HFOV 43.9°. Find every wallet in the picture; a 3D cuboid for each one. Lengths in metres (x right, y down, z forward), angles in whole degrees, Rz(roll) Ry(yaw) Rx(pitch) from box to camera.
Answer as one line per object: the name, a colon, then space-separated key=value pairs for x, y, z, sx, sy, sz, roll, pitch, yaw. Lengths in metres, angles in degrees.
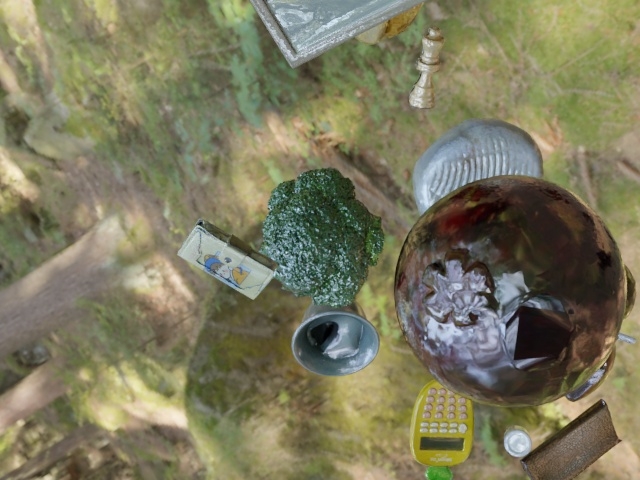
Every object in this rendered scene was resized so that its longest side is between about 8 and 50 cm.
wallet: x=-0.158 y=0.035 z=1.345 sx=0.155 sy=0.039 sz=0.110 roll=31 pitch=140 yaw=-10
wallet: x=0.580 y=0.483 z=1.840 sx=0.132 sy=0.243 sz=0.039 roll=60 pitch=169 yaw=-22

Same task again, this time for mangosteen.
mangosteen: x=0.244 y=0.062 z=0.994 sx=0.311 sy=0.311 sz=0.311 roll=57 pitch=173 yaw=11

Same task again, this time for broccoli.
broccoli: x=0.000 y=0.000 z=1.666 sx=0.245 sy=0.265 sz=0.294 roll=-119 pitch=11 yaw=-85

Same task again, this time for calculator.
calculator: x=0.267 y=0.418 z=1.749 sx=0.032 sy=0.146 sz=0.234 roll=-163 pitch=78 yaw=-76

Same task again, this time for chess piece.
chess piece: x=0.226 y=-0.366 z=1.678 sx=0.060 sy=0.060 sz=0.172 roll=51 pitch=143 yaw=47

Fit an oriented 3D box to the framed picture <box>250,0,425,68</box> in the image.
framed picture: x=0.043 y=-0.341 z=0.894 sx=0.213 sy=0.289 sz=0.016 roll=55 pitch=-160 yaw=-36

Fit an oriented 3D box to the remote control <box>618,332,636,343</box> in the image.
remote control: x=0.558 y=0.167 z=1.638 sx=0.184 sy=0.027 sz=0.050 roll=24 pitch=176 yaw=11

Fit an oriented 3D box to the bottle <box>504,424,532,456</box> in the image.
bottle: x=0.435 y=0.440 z=1.755 sx=0.060 sy=0.060 sz=0.217 roll=56 pitch=-175 yaw=16

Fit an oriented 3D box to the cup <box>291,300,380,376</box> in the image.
cup: x=0.032 y=0.192 z=1.833 sx=0.150 sy=0.199 sz=0.199 roll=-93 pitch=-20 yaw=-54

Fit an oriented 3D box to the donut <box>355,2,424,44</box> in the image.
donut: x=0.088 y=-0.548 z=1.316 sx=0.449 sy=0.198 sz=0.448 roll=180 pitch=90 yaw=-85

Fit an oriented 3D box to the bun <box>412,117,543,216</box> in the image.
bun: x=0.394 y=-0.147 z=2.037 sx=0.354 sy=0.355 sz=0.194 roll=60 pitch=-178 yaw=-17
